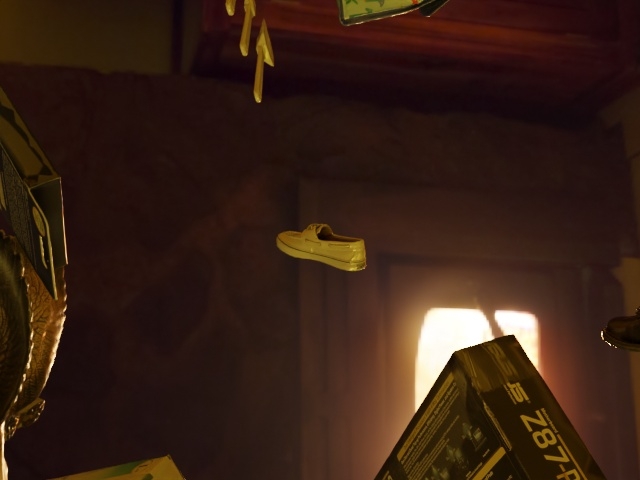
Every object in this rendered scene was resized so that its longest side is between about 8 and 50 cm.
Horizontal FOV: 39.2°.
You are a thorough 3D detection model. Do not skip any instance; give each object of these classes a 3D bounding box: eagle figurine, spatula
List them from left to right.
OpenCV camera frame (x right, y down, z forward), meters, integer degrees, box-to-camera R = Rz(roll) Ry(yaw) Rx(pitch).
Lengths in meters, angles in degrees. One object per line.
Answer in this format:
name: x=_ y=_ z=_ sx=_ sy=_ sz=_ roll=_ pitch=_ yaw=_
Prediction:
eagle figurine: x=-0.396 y=0.140 z=1.054 sx=0.298 sy=0.225 sz=0.226 roll=-48 pitch=50 yaw=-6
spatula: x=-0.093 y=-0.290 z=1.205 sx=0.242 sy=0.019 sz=0.168 roll=-95 pitch=-9 yaw=-57

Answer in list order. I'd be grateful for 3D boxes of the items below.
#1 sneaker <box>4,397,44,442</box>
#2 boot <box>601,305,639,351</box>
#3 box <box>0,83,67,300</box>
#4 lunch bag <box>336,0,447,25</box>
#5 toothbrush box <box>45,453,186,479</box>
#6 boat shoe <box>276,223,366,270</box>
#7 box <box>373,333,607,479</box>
sneaker: x=-0.459 y=0.253 z=1.285 sx=0.052 sy=0.058 sz=0.135 roll=-67 pitch=-14 yaw=14
boot: x=0.470 y=0.027 z=1.157 sx=0.263 sy=0.091 sz=0.228 roll=-11 pitch=82 yaw=55
box: x=-0.291 y=-0.063 z=0.857 sx=0.225 sy=0.037 sz=0.136 roll=53 pitch=150 yaw=24
lunch bag: x=0.082 y=-0.293 z=0.894 sx=0.096 sy=0.151 sz=0.128 roll=68 pitch=-167 yaw=-52
toothbrush box: x=-0.318 y=0.408 z=1.166 sx=0.296 sy=0.216 sz=0.126 roll=-22 pitch=104 yaw=40
boat shoe: x=0.000 y=0.000 z=0.852 sx=0.100 sy=0.035 sz=0.035 roll=17 pitch=115 yaw=36
box: x=0.196 y=0.349 z=1.045 sx=0.318 sy=0.097 sz=0.395 roll=60 pitch=149 yaw=31
